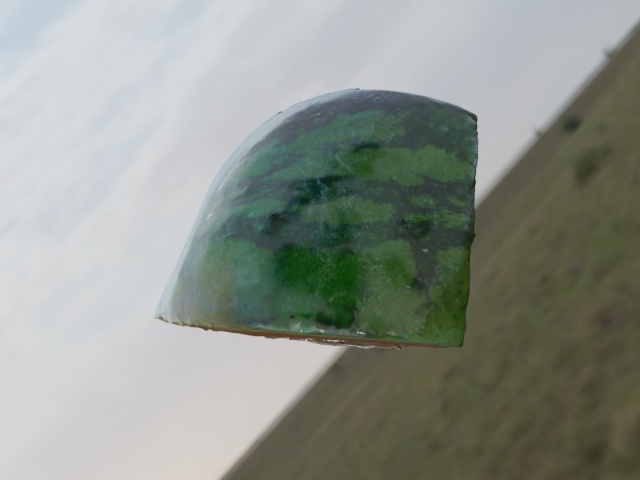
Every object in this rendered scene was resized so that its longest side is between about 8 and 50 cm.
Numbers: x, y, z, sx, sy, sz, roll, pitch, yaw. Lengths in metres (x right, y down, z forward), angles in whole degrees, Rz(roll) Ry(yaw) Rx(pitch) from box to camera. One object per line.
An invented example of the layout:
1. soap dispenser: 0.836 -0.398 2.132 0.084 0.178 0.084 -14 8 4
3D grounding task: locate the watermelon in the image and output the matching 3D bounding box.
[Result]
1. watermelon: -0.006 -0.017 1.034 0.128 0.231 0.146 14 -98 -61
